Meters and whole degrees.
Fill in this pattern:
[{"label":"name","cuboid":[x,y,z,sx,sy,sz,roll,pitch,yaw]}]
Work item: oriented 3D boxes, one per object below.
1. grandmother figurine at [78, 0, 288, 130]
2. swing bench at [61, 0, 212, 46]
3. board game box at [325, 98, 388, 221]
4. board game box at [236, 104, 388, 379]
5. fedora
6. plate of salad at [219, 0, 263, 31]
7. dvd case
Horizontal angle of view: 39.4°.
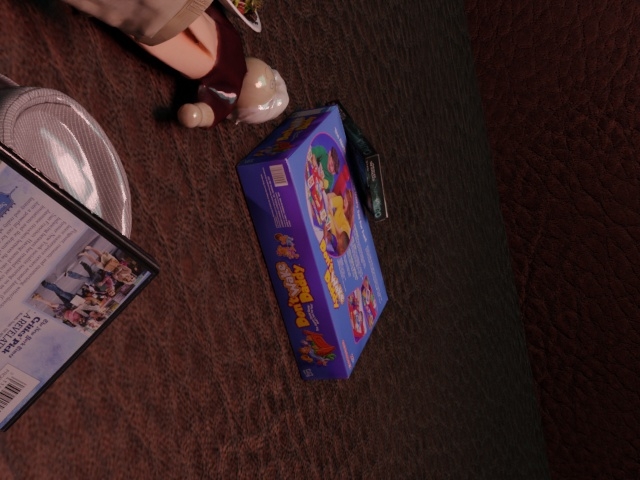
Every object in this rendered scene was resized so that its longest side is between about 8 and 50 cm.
[{"label":"grandmother figurine","cuboid":[-0.141,-0.225,1.055,0.342,0.104,0.208,30,63,-59]},{"label":"swing bench","cuboid":[-0.197,-0.343,0.774,0.253,0.165,0.255,18,66,-43]},{"label":"board game box","cuboid":[0.057,-0.130,1.441,0.186,0.026,0.126,-119,-167,-50]},{"label":"board game box","cuboid":[0.000,0.000,1.348,0.233,0.078,0.347,-54,133,-58]},{"label":"fedora","cuboid":[-0.239,-0.016,0.739,0.243,0.124,0.275,-30,112,-64]},{"label":"plate of salad","cuboid":[-0.123,-0.352,1.116,0.200,0.048,0.200,56,12,-18]},{"label":"dvd case","cuboid":[-0.255,0.018,0.622,0.253,0.180,0.022,44,-1,-41]}]
